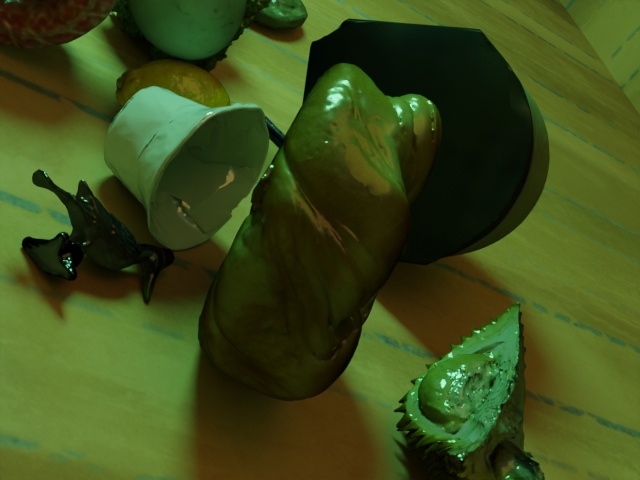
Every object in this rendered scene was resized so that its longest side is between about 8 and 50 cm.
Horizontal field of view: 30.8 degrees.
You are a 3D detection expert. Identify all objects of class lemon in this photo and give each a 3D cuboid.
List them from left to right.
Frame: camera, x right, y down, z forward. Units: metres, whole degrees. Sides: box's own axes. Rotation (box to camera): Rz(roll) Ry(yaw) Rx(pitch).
[{"bbox_3d":[-0.180,-0.166,1.434,0.155,0.114,0.114,25,30,-15],"label":"lemon"}]

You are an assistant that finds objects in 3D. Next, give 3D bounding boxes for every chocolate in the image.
[{"bbox_3d":[0.153,-0.120,1.627,0.326,0.314,0.297,6,-2,14],"label":"chocolate"}]

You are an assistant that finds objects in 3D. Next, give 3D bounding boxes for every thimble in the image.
[{"bbox_3d":[-0.348,-0.349,1.356,0.239,0.239,0.162,25,34,-30],"label":"thimble"}]

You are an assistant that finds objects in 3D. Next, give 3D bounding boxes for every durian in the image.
[{"bbox_3d":[0.182,0.209,1.285,0.172,0.166,0.306,44,27,0],"label":"durian"}]

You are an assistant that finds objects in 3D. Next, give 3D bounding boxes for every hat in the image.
[{"bbox_3d":[-0.164,-0.099,1.313,0.126,0.203,0.203,34,23,21],"label":"hat"}]

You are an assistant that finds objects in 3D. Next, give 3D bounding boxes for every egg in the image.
[{"bbox_3d":[-0.166,-0.316,1.421,0.149,0.149,0.192,-2,81,-54],"label":"egg"}]

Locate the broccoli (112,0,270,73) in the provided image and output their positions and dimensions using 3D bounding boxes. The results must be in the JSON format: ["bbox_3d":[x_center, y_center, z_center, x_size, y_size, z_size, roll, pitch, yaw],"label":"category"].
[{"bbox_3d":[-0.149,-0.324,1.614,0.273,0.242,0.180,-8,76,-49],"label":"broccoli"}]

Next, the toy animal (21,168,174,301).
[{"bbox_3d":[-0.219,0.000,1.181,0.202,0.070,0.105,21,75,-49],"label":"toy animal"}]

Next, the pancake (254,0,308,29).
[{"bbox_3d":[-0.151,-0.467,1.994,0.294,0.049,0.294,33,29,-22],"label":"pancake"}]

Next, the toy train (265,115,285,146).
[{"bbox_3d":[-0.068,-0.157,1.670,0.083,0.017,0.017,44,26,7],"label":"toy train"}]

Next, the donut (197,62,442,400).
[{"bbox_3d":[0.000,0.000,1.184,0.170,0.360,0.360,26,28,-1],"label":"donut"}]
